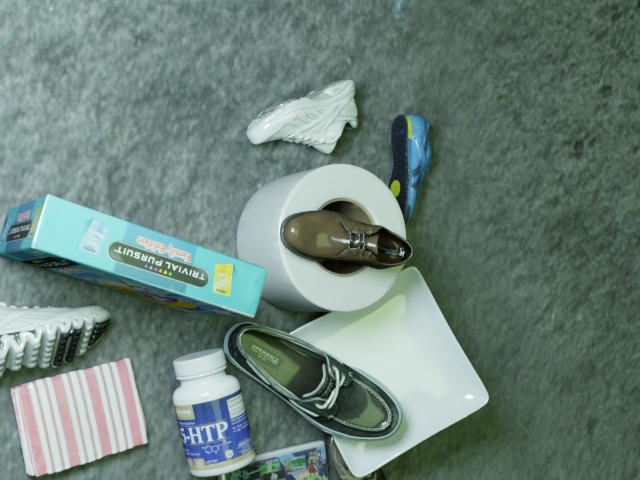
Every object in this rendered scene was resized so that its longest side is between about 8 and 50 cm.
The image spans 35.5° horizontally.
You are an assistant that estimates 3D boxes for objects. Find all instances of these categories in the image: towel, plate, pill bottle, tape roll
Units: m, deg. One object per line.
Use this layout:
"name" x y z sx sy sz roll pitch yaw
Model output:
"towel" -0.373 0.273 1.558 0.197 0.029 0.144 -12 92 -31
"plate" 0.112 0.228 1.756 0.277 0.045 0.278 -29 86 -7
"pill bottle" -0.177 0.275 1.615 0.112 0.112 0.187 -15 93 -29
"tape roll" 0.000 0.000 1.697 0.246 0.169 0.246 2 86 -29

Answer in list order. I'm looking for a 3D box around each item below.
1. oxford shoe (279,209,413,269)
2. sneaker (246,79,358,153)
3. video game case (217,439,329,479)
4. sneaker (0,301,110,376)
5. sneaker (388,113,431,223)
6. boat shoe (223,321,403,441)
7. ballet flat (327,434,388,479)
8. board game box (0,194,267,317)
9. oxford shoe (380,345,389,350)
"oxford shoe" 0.046 -0.004 1.573 0.227 0.096 0.083 8 85 -26
"sneaker" -0.019 -0.199 1.747 0.232 0.090 0.115 -25 102 -27
"video game case" -0.074 0.452 1.712 0.201 0.023 0.184 -7 90 -28
"sneaker" -0.450 0.134 1.483 0.292 0.110 0.118 -14 57 -40
"sneaker" 0.175 -0.130 1.859 0.082 0.069 0.209 8 83 -32
"boat shoe" -0.010 0.242 1.658 0.335 0.119 0.121 26 81 -7
"ballet flat" 0.091 0.437 1.791 0.084 0.058 0.250 -40 100 -14
"board game box" -0.286 0.032 1.490 0.336 0.253 0.079 20 78 -26
"oxford shoe" 0.190 0.202 1.845 0.212 0.076 0.076 29 69 -23
